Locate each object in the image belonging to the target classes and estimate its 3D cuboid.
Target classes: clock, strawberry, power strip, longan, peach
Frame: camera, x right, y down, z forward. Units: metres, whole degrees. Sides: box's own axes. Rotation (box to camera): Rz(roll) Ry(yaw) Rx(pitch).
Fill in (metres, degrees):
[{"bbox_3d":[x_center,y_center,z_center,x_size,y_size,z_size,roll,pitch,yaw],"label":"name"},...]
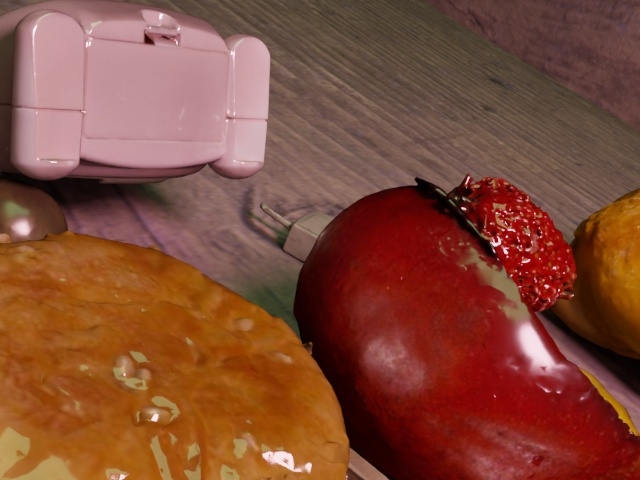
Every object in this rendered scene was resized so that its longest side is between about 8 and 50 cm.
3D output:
[{"bbox_3d":[-0.261,-0.147,1.041,0.326,0.184,0.342,4,1,44],"label":"clock"},{"bbox_3d":[0.214,0.016,1.192,0.202,0.187,0.184,15,60,-7],"label":"strawberry"},{"bbox_3d":[0.000,0.000,1.200,0.175,0.042,0.075,29,26,14],"label":"power strip"},{"bbox_3d":[-0.281,-0.012,0.904,0.106,0.106,0.119,18,29,-11],"label":"longan"},{"bbox_3d":[0.112,0.118,0.874,0.361,0.201,0.258,51,3,24],"label":"peach"}]

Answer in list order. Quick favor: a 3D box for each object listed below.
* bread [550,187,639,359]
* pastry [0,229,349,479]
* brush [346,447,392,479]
[{"bbox_3d":[0.504,0.064,1.258,0.394,0.250,0.361,-5,35,-45],"label":"bread"},{"bbox_3d":[-0.139,0.134,0.618,0.316,0.184,0.284,4,36,-38],"label":"pastry"},{"bbox_3d":[-0.068,0.148,0.812,0.327,0.070,0.065,36,37,30],"label":"brush"}]
